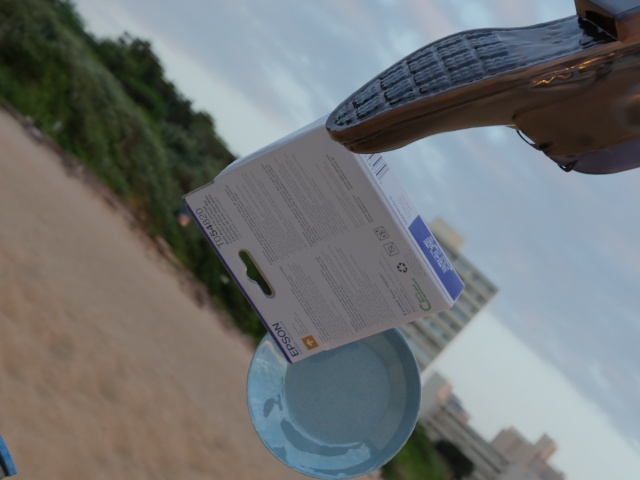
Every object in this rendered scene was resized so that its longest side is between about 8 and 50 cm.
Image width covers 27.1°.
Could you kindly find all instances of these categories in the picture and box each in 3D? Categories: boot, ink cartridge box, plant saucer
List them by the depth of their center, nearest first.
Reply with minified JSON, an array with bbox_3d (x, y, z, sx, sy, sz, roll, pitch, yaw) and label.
[{"bbox_3d":[0.119,-0.067,0.741,0.082,0.219,0.106,-103,172,-62],"label":"boot"},{"bbox_3d":[0.000,0.000,1.344,0.224,0.045,0.223,-22,-74,37],"label":"ink cartridge box"},{"bbox_3d":[0.016,0.165,1.465,0.195,0.195,0.037,43,2,9],"label":"plant saucer"}]

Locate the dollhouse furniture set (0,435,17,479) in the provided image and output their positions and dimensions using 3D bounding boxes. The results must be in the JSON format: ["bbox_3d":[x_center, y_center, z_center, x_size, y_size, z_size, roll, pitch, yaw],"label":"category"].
[{"bbox_3d":[-0.246,0.227,1.132,0.129,0.129,0.184,-21,-86,61],"label":"dollhouse furniture set"}]
